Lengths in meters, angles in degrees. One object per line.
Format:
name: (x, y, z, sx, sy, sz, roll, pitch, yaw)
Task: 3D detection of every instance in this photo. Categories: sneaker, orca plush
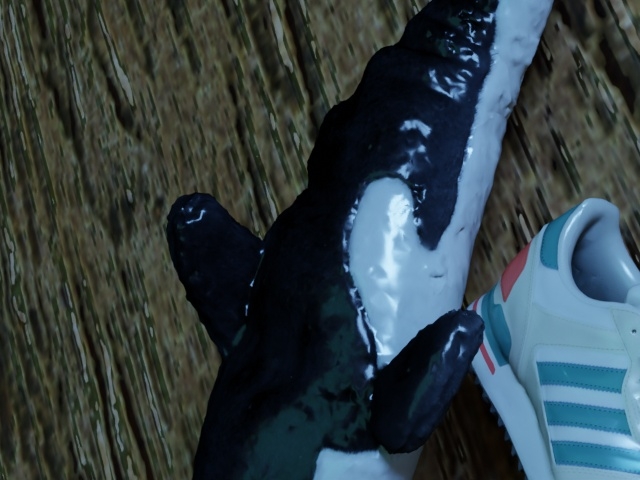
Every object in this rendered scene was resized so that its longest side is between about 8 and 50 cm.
sneaker: (0.103, 0.053, 0.632, 0.075, 0.057, 0.161, -57, 42, 29)
orca plush: (0.000, 0.000, 0.687, 0.151, 0.102, 0.287, -113, 44, -75)
